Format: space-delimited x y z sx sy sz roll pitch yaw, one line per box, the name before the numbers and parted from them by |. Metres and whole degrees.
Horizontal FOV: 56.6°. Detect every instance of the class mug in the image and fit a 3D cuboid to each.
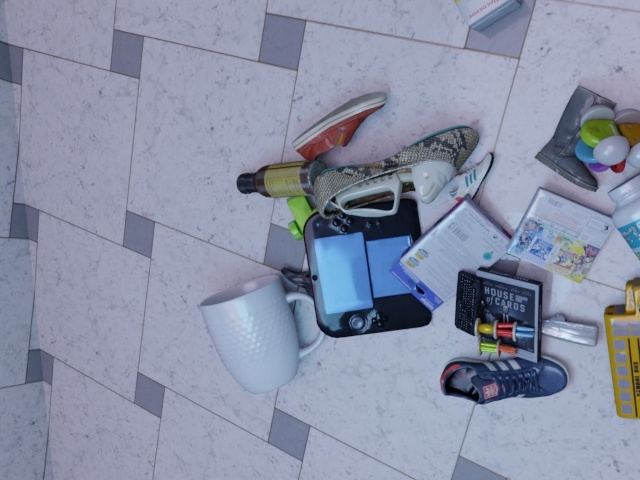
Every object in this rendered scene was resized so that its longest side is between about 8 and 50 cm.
mug | -0.163 0.297 1.932 0.373 0.276 0.328 -19 97 0

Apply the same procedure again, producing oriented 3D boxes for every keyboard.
keyboard | 0.411 0.183 1.638 0.100 0.038 0.192 19 126 37

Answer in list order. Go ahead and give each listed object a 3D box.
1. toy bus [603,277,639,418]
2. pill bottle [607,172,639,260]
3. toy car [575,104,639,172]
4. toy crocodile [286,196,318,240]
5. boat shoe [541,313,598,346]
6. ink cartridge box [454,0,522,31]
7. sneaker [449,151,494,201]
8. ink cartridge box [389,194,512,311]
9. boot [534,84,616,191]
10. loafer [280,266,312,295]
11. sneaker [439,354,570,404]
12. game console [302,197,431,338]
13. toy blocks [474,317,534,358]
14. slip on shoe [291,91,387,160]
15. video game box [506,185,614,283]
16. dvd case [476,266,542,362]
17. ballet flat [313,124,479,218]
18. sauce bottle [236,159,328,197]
toy bus | 0.785 0.264 1.470 0.130 0.108 0.333 -7 97 31
pill bottle | 0.788 -0.027 1.387 0.146 0.146 0.264 -36 81 29
toy car | 0.675 -0.218 1.373 0.181 0.159 0.136 4 141 -9
toy crocodile | 0.000 0.000 1.859 0.115 0.105 0.341 -34 80 10
boat shoe | 0.638 0.229 1.573 0.184 0.066 0.063 11 77 38
ink cartridge box | 0.401 -0.637 1.487 0.128 0.127 0.176 -27 86 30
sneaker | 0.407 -0.175 1.617 0.075 0.057 0.161 31 116 14
ink cartridge box | 0.361 0.041 1.660 0.185 0.065 0.311 42 116 -4
boot | 0.657 -0.249 1.466 0.189 0.076 0.209 38 109 15
loafer | -0.052 0.126 1.940 0.170 0.062 0.061 30 91 17
sneaker | 0.495 0.394 1.632 0.349 0.148 0.131 -11 95 30
game console | 0.136 0.086 1.756 0.341 0.060 0.387 -7 97 8
toy blocks | 0.494 0.266 1.586 0.148 0.054 0.123 3 126 29
slip on shoe | 0.064 -0.333 1.754 0.331 0.123 0.101 -28 108 30
video game box | 0.610 -0.013 1.516 0.205 0.048 0.187 24 109 5
dvd case | 0.506 0.199 1.600 0.179 0.029 0.239 15 123 41
ballet flat | 0.208 -0.156 1.626 0.482 0.164 0.182 -15 56 18
sauce bottle | -0.127 -0.190 1.863 0.344 0.111 0.112 2 101 43
